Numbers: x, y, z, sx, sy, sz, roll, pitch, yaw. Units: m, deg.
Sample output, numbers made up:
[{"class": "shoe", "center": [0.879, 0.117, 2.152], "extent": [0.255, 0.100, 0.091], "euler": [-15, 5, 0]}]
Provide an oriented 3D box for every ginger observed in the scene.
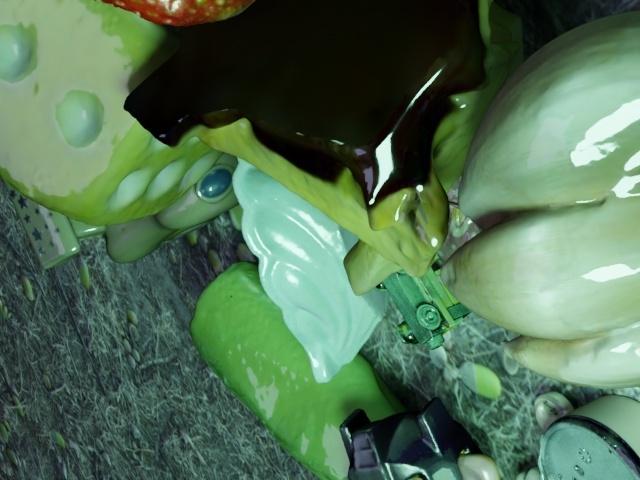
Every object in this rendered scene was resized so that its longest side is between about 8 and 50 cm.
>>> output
[{"class": "ginger", "center": [0.036, -0.168, 1.201], "extent": [0.359, 0.211, 0.413], "euler": [0, 71, 36]}]

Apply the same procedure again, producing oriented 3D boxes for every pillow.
[{"class": "pillow", "center": [0.118, -0.051, 1.331], "extent": [0.118, 0.043, 0.185], "euler": [-24, 85, 65]}]

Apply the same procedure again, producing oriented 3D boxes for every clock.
[{"class": "clock", "center": [0.270, 0.224, 1.248], "extent": [0.229, 0.063, 0.155], "euler": [45, 141, 35]}]

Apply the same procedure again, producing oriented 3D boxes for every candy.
[{"class": "candy", "center": [-0.016, 0.163, 1.603], "extent": [0.343, 0.132, 0.142], "euler": [43, 99, 32]}]

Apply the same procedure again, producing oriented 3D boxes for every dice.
[{"class": "dice", "center": [-0.213, -0.170, 1.389], "extent": [0.233, 0.238, 0.227], "euler": [44, 114, 11]}]

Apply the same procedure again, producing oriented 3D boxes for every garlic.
[{"class": "garlic", "center": [0.231, -0.023, 0.960], "extent": [0.325, 0.132, 0.278], "euler": [-5, 103, 12]}]

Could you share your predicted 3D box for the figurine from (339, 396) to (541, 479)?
[{"class": "figurine", "center": [0.119, 0.297, 1.421], "extent": [0.143, 0.309, 0.308], "euler": [-67, -37, -75]}]

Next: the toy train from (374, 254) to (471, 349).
[{"class": "toy train", "center": [0.100, 0.052, 1.383], "extent": [0.122, 0.081, 0.050], "euler": [59, 139, 12]}]

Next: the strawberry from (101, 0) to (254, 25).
[{"class": "strawberry", "center": [-0.147, -0.301, 1.108], "extent": [0.276, 0.257, 0.257], "euler": [55, 149, -5]}]

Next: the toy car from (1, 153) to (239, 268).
[{"class": "toy car", "center": [-0.229, -0.108, 1.650], "extent": [0.336, 0.226, 0.242], "euler": [-27, 86, 60]}]

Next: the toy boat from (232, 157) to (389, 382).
[{"class": "toy boat", "center": [0.000, 0.000, 1.440], "extent": [0.100, 0.199, 0.290], "euler": [-9, 104, 24]}]
